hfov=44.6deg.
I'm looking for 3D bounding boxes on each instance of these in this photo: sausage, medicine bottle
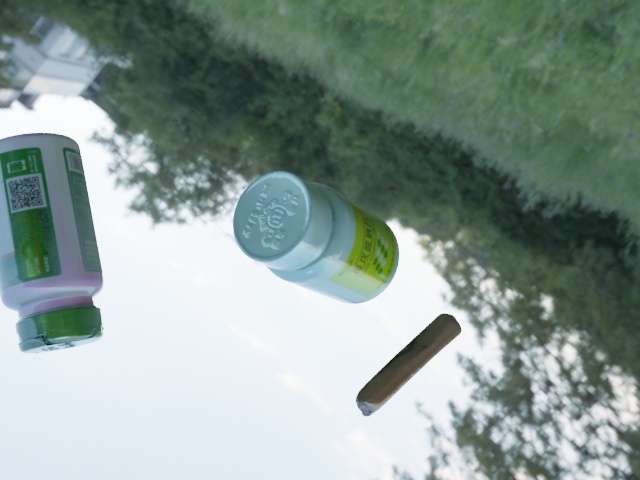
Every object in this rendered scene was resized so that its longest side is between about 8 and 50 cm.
[{"bbox_3d":[0.074,0.106,0.665,0.026,0.116,0.026,41,156,23],"label":"sausage"},{"bbox_3d":[-0.361,0.006,1.026,0.133,0.134,0.274,14,-119,-70],"label":"medicine bottle"},{"bbox_3d":[0.000,0.000,0.360,0.047,0.047,0.083,47,-169,31],"label":"medicine bottle"}]
